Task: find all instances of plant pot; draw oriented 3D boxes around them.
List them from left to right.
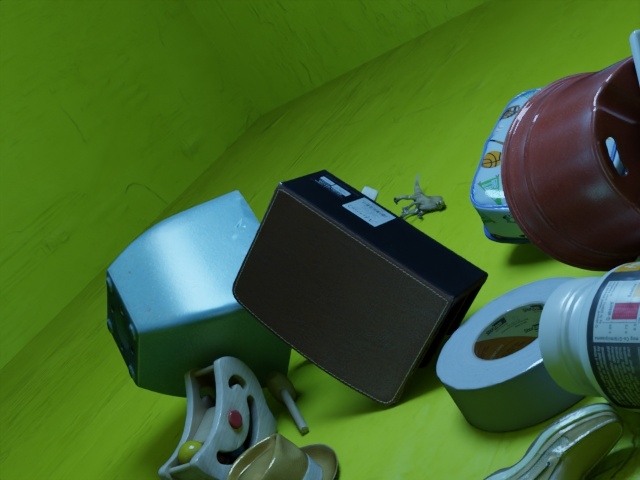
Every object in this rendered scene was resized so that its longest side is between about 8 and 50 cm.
[{"bbox_3d":[-0.207,0.111,1.671,0.252,0.248,0.247,-16,51,-25],"label":"plant pot"},{"bbox_3d":[0.384,-0.107,1.253,0.272,0.272,0.265,-36,-2,-6],"label":"plant pot"}]

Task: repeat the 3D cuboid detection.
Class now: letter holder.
[{"bbox_3d":[0.050,0.070,1.510,0.152,0.302,0.214,-24,-37,-61],"label":"letter holder"}]

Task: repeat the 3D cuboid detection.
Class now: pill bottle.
[{"bbox_3d":[0.364,0.097,1.036,0.162,0.162,0.278,-43,18,-27],"label":"pill bottle"}]

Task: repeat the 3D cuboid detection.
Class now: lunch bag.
[{"bbox_3d":[0.376,-0.117,1.595,0.243,0.115,0.303,-1,47,32],"label":"lunch bag"}]

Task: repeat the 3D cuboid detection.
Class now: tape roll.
[{"bbox_3d":[0.256,0.139,1.286,0.219,0.072,0.219,-31,16,10],"label":"tape roll"}]

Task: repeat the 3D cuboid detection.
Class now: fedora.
[{"bbox_3d":[-0.068,0.322,1.380,0.194,0.079,0.194,-31,16,10],"label":"fedora"}]

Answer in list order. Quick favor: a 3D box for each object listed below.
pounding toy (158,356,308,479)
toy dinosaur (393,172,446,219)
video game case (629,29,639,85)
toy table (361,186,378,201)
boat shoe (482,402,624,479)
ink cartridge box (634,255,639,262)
[{"bbox_3d":[-0.122,0.257,1.537,0.154,0.154,0.269,-24,20,33],"label":"pounding toy"},{"bbox_3d":[0.200,-0.077,2.083,0.092,0.053,0.183,-20,23,-6],"label":"toy dinosaur"},{"bbox_3d":[0.447,-0.137,1.096,0.193,0.212,0.023,-8,-14,-1],"label":"video game case"},{"bbox_3d":[0.034,0.045,1.725,0.274,0.252,0.161,-56,4,33],"label":"toy table"},{"bbox_3d":[0.239,0.246,1.051,0.190,0.068,0.072,-42,27,8],"label":"boat shoe"},{"bbox_3d":[0.424,0.061,1.194,0.150,0.063,0.109,-14,26,48],"label":"ink cartridge box"}]
